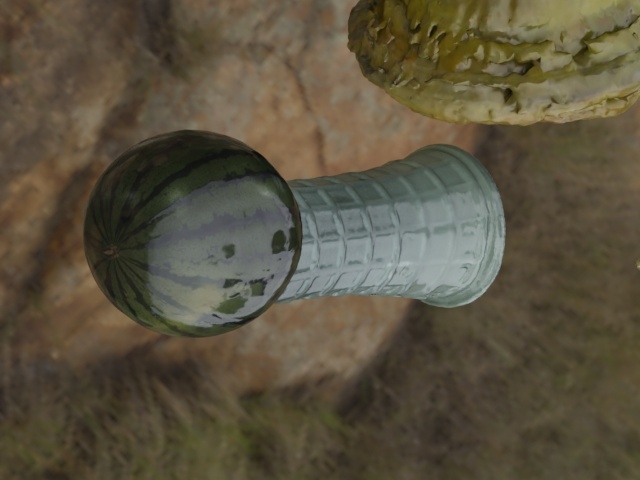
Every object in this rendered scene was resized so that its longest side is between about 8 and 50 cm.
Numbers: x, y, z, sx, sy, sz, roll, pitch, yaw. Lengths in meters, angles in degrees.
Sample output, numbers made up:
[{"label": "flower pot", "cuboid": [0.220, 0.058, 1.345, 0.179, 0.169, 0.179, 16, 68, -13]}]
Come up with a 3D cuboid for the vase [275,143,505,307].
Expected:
[{"label": "vase", "cuboid": [0.000, 0.000, 1.296, 0.299, 0.143, 0.143, -7, 130, -44]}]

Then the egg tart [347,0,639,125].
[{"label": "egg tart", "cuboid": [0.157, -0.206, 1.221, 0.294, 0.294, 0.123, -34, 135, -23]}]

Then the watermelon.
[{"label": "watermelon", "cuboid": [-0.056, -0.004, 0.823, 0.133, 0.105, 0.105, -3, 127, -52]}]

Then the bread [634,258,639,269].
[{"label": "bread", "cuboid": [0.393, 0.054, 1.223, 0.264, 0.163, 0.167, -19, 168, 21]}]
